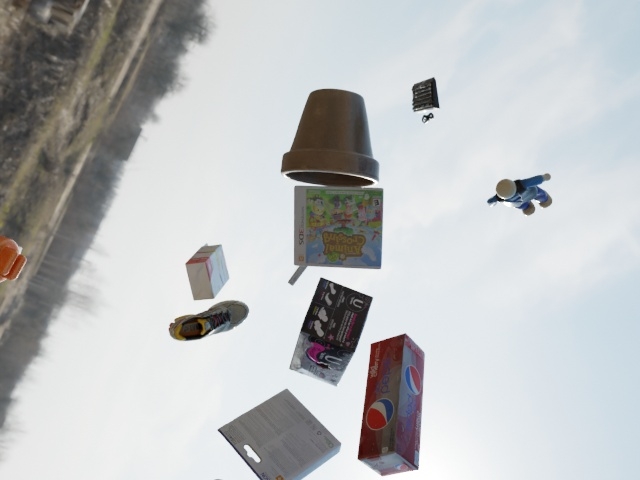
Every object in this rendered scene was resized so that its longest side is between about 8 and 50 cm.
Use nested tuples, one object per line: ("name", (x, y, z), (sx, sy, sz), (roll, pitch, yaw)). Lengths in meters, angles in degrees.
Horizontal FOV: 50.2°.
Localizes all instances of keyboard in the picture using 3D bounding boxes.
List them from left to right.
("keyboard", (0.265, -0.352, 1.739), (0.180, 0.023, 0.108), (-137, -143, -79))

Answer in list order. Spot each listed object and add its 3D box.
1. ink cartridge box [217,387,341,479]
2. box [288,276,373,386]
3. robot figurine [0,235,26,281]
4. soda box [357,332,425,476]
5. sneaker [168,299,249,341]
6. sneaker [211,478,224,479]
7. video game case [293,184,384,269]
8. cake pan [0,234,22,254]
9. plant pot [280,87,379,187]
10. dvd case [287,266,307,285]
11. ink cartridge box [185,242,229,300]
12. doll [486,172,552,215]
("ink cartridge box", (-0.102, 0.491, 1.670), (0.223, 0.223, 0.045), (38, -43, 35))
("box", (0.023, 0.233, 1.684), (0.247, 0.142, 0.163), (105, 6, -58))
("robot figurine", (-0.903, 0.037, 1.828), (0.158, 0.219, 0.128), (-40, 146, -67))
("soda box", (0.144, 0.320, 1.347), (0.092, 0.083, 0.263), (-24, -142, 34))
("sneaker", (-0.299, 0.229, 1.866), (0.092, 0.225, 0.088), (-173, -116, -73))
("sneaker", (-0.153, 0.642, 1.577), (0.098, 0.276, 0.135), (-54, 179, 1))
("video game case", (0.041, -0.031, 1.611), (0.023, 0.212, 0.194), (-52, 144, -76))
("cake pan", (-1.060, -0.016, 2.123), (0.054, 0.293, 0.293), (-62, -161, -10))
("plant pot", (0.034, -0.271, 1.801), (0.263, 0.262, 0.230), (179, -83, -69))
("dvd case", (0.000, 0.000, 1.950), (0.253, 0.022, 0.180), (-54, -177, 27))
("ink cartridge box", (-0.319, 0.083, 1.977), (0.198, 0.067, 0.115), (-67, 148, -70))
("doll", (0.386, -0.091, 1.314), (0.129, 0.189, 0.046), (-29, -113, 31))
